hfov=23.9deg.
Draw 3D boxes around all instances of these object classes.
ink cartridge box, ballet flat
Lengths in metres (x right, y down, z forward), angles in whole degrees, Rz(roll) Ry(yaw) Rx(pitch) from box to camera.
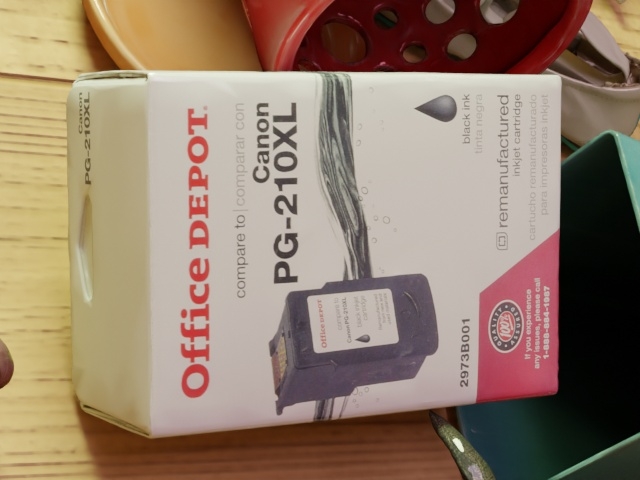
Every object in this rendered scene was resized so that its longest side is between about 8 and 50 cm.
[{"bbox_3d":[0.000,0.000,0.771,0.237,0.100,0.172,-3,96,-29],"label":"ink cartridge box"},{"bbox_3d":[0.122,-0.153,1.020,0.248,0.086,0.086,32,49,-12],"label":"ballet flat"}]

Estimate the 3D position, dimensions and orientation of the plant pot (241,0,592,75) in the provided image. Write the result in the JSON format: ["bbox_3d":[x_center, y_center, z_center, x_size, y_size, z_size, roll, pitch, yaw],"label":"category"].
[{"bbox_3d":[0.039,-0.178,0.860,0.191,0.191,0.174,-1,59,-33],"label":"plant pot"}]

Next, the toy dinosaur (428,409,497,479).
[{"bbox_3d":[0.114,0.241,0.763,0.160,0.121,0.313,-2,58,-47],"label":"toy dinosaur"}]

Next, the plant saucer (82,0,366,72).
[{"bbox_3d":[-0.058,-0.140,0.925,0.200,0.037,0.200,17,53,-23],"label":"plant saucer"}]

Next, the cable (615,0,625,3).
[{"bbox_3d":[0.199,-0.301,1.202,0.139,0.072,0.287,-17,58,-21],"label":"cable"}]

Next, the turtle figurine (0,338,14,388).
[{"bbox_3d":[-0.246,0.071,0.634,0.269,0.087,0.217,45,48,0],"label":"turtle figurine"}]

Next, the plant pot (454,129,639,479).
[{"bbox_3d":[0.215,0.066,0.894,0.234,0.166,0.165,12,56,-36],"label":"plant pot"}]
